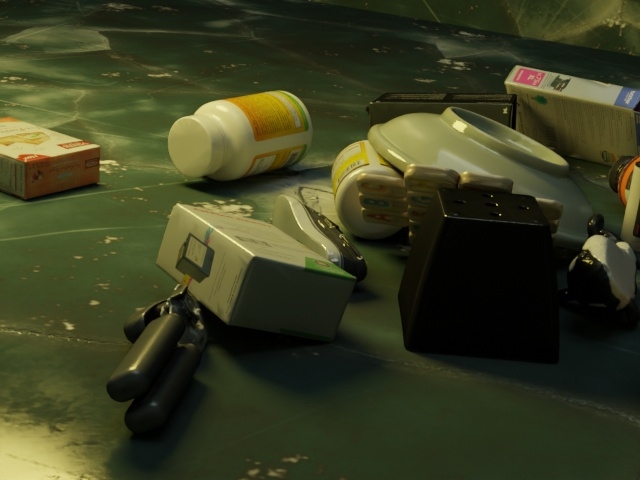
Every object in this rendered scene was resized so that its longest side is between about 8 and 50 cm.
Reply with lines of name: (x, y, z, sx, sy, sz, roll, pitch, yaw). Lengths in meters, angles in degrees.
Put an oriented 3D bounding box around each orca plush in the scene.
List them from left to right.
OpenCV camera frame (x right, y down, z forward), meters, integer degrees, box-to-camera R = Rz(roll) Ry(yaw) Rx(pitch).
orca plush: (0.360, 0.040, 1.692, 0.102, 0.151, 0.287, -22, 13, 21)

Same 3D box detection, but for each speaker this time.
speaker: (0.502, -0.052, 1.945, 0.055, 0.136, 0.055, 5, 23, -2)

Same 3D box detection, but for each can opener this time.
can opener: (-0.183, 0.127, 1.355, 0.095, 0.076, 0.283, -23, 13, 15)

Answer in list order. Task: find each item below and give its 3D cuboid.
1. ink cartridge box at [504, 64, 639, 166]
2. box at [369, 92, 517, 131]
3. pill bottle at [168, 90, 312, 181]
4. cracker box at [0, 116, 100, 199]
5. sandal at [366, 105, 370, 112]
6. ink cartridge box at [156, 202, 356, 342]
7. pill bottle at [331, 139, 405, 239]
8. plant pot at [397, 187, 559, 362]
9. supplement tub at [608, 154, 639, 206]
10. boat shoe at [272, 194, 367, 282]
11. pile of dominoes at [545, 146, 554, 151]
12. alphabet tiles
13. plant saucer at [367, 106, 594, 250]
ink cartridge box: (0.518, -0.229, 2.413, 0.311, 0.185, 0.065, 19, 61, 30)
box: (0.234, -0.221, 2.361, 0.261, 0.103, 0.184, 2, 10, 11)
pill bottle: (-0.138, -0.174, 2.122, 0.136, 0.136, 0.246, 19, 22, 34)
cracker box: (-0.490, -0.137, 2.019, 0.232, 0.067, 0.156, 19, 23, 33)
sandal: (0.135, -0.262, 2.630, 0.067, 0.040, 0.179, 8, 3, -10)
ink cartridge box: (-0.083, 0.037, 1.533, 0.154, 0.093, 0.212, 13, 13, -36)
pill bottle: (0.077, -0.086, 1.952, 0.117, 0.117, 0.215, 5, 19, -3)
plant pot: (0.201, 0.033, 1.559, 0.188, 0.166, 0.188, 5, 20, -1)
supplement tub: (0.574, -0.084, 2.109, 0.106, 0.106, 0.198, -5, 20, -28)
boat shoe: (0.000, 0.000, 1.743, 0.076, 0.080, 0.228, 4, 19, -25)
pile of dominoes: (0.303, -0.157, 2.392, 0.196, 0.040, 0.251, -14, 18, -42)
alphabet tiles: (0.189, -0.035, 1.731, 0.278, 0.021, 0.284, 9, -18, 9)
plant saucer: (0.272, -0.119, 1.949, 0.401, 0.100, 0.400, 24, 15, -7)
